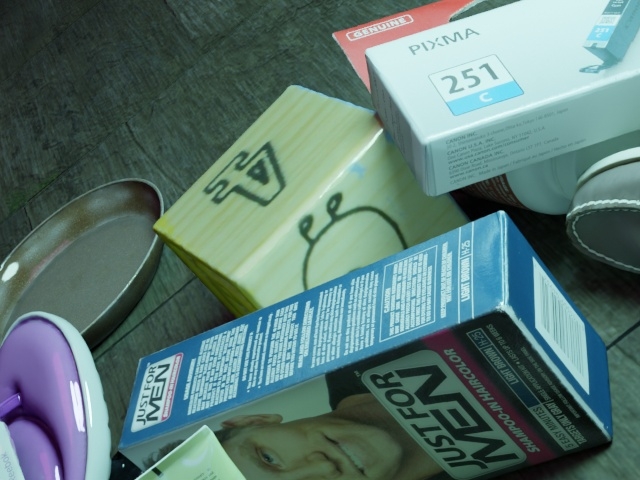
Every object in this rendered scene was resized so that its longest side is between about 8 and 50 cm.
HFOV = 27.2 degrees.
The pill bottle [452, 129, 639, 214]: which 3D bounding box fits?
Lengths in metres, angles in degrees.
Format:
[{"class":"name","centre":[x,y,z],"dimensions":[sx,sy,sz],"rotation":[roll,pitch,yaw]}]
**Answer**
[{"class":"pill bottle","centre":[0.186,-0.089,1.193],"dimensions":[0.121,0.121,0.216],"rotation":[-50,33,-15]}]

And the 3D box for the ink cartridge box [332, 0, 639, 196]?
[{"class":"ink cartridge box","centre":[0.179,-0.175,1.117],"dimensions":[0.296,0.066,0.261],"rotation":[-18,42,-8]}]

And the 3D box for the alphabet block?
[{"class":"alphabet block","centre":[0.000,0.000,1.216],"dimensions":[0.197,0.192,0.193],"rotation":[-48,30,-10]}]

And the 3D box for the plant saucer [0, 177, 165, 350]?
[{"class":"plant saucer","centre":[-0.301,0.053,1.605],"dimensions":[0.310,0.050,0.310],"rotation":[-27,35,21]}]

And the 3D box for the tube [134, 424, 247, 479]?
[{"class":"tube","centre":[-0.049,0.226,0.935],"dimensions":[0.062,0.240,0.070],"rotation":[-6,46,40]}]

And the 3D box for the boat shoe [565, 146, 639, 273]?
[{"class":"boat shoe","centre":[0.304,0.005,0.959],"dimensions":[0.324,0.116,0.097],"rotation":[9,55,46]}]

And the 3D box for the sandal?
[{"class":"sandal","centre":[-0.269,0.255,1.129],"dimensions":[0.169,0.102,0.416],"rotation":[-14,66,37]}]

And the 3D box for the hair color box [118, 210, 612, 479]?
[{"class":"hair color box","centre":[0.033,0.124,1.040],"dimensions":[0.347,0.174,0.105],"rotation":[-23,37,27]}]

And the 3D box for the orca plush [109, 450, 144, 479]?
[{"class":"orca plush","centre":[-0.216,0.242,1.225],"dimensions":[0.287,0.102,0.151],"rotation":[-42,31,-1]}]
